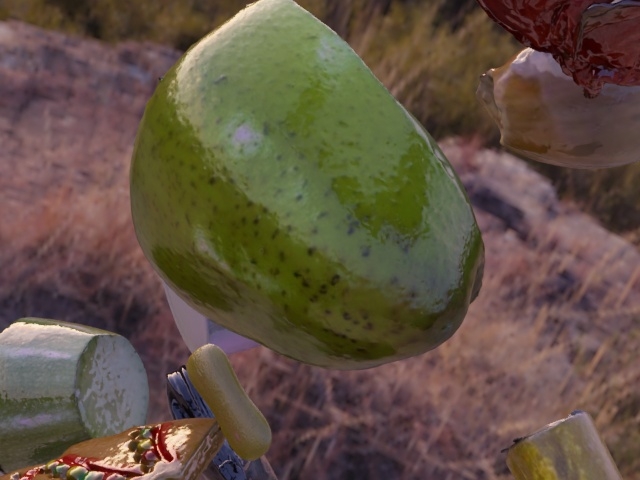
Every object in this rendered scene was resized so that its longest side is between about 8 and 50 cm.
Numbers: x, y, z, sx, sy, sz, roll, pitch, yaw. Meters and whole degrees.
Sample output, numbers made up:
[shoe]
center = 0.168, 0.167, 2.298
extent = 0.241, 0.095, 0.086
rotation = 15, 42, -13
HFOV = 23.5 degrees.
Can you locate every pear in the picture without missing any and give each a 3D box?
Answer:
[pear]
center = 0.000, 0.000, 1.386
extent = 0.238, 0.342, 0.318
rotation = -39, 55, -21

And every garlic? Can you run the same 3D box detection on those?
[garlic]
center = 0.238, -0.153, 1.214
extent = 0.164, 0.145, 0.245
rotation = 16, 45, 39

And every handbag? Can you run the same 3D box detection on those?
[handbag]
center = -0.103, 0.277, 1.875
extent = 0.075, 0.332, 0.192
rotation = -29, 60, -4

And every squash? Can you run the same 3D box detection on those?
[squash]
center = -0.250, 0.155, 1.532
extent = 0.123, 0.170, 0.170
rotation = -9, 17, 32

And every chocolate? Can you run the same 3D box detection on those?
[chocolate]
center = 0.227, 0.245, 1.208
extent = 0.085, 0.085, 0.219
rotation = -9, 64, -40

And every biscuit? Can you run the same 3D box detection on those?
[biscuit]
center = -0.186, 0.207, 1.269
extent = 0.238, 0.041, 0.212
rotation = -30, 20, -17

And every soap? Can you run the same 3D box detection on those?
[soap]
center = -0.063, 0.111, 1.053
extent = 0.089, 0.034, 0.012
rotation = 55, 18, 20

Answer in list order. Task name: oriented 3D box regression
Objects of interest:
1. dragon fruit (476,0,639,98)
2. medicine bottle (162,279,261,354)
[dragon fruit]
center = 0.200, -0.243, 0.893
extent = 0.277, 0.343, 0.277
rotation = -9, 12, 2
[medicine bottle]
center = -0.042, 0.023, 2.013
extent = 0.302, 0.241, 0.241
rotation = -15, 45, -18
